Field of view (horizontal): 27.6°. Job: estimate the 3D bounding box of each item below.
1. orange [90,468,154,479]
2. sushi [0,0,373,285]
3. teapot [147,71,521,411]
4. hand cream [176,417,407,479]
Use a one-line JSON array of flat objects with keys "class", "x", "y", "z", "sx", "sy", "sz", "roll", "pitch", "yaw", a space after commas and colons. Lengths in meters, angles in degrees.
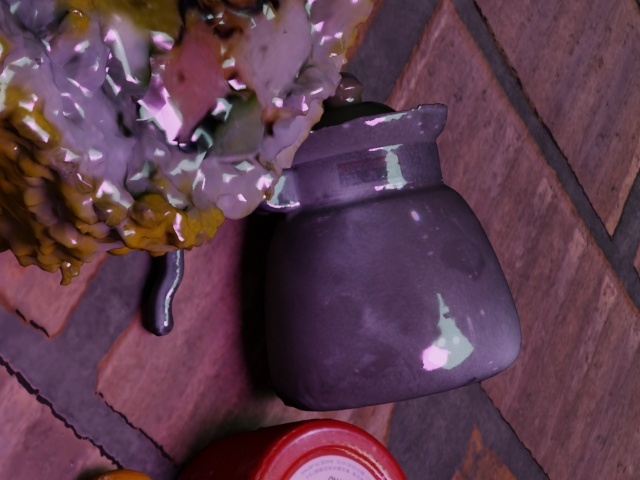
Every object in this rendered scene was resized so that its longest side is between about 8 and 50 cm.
[{"class": "orange", "x": -0.152, "y": 0.218, "z": 1.002, "sx": 0.083, "sy": 0.070, "sz": 0.083, "roll": 10, "pitch": 77, "yaw": -53}, {"class": "sushi", "x": -0.168, "y": -0.183, "z": 0.871, "sx": 0.396, "sy": 0.240, "sz": 0.351, "roll": 50, "pitch": 54, "yaw": -32}, {"class": "teapot", "x": 0.006, "y": -0.001, "z": 1.147, "sx": 0.223, "sy": 0.305, "sz": 0.285, "roll": -1, "pitch": 80, "yaw": -86}, {"class": "hand cream", "x": -0.022, "y": 0.246, "z": 1.081, "sx": 0.193, "sy": 0.125, "sz": 0.193, "roll": 12, "pitch": 71, "yaw": -37}]
